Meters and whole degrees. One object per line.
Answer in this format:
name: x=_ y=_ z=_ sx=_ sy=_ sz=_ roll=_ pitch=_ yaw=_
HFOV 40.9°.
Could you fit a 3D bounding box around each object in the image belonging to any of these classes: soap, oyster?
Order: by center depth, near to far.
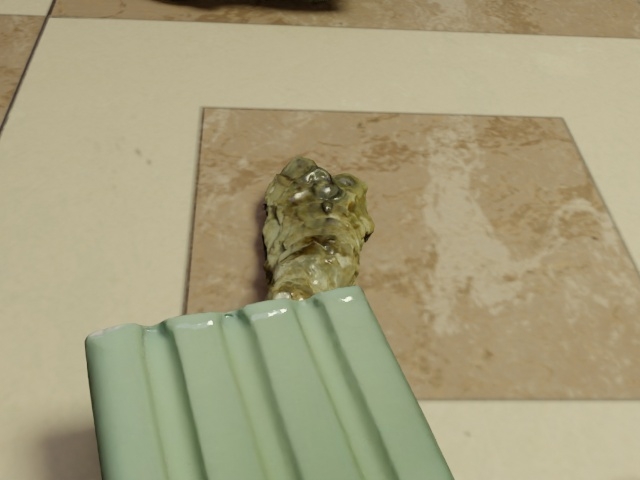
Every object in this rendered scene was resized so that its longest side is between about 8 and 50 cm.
soap: x=-0.014 y=0.148 z=0.400 sx=0.160 sy=0.087 sz=0.265 roll=-8 pitch=43 yaw=-16
oyster: x=-0.001 y=0.002 z=0.595 sx=0.106 sy=0.061 sz=0.200 roll=-3 pitch=41 yaw=-11
